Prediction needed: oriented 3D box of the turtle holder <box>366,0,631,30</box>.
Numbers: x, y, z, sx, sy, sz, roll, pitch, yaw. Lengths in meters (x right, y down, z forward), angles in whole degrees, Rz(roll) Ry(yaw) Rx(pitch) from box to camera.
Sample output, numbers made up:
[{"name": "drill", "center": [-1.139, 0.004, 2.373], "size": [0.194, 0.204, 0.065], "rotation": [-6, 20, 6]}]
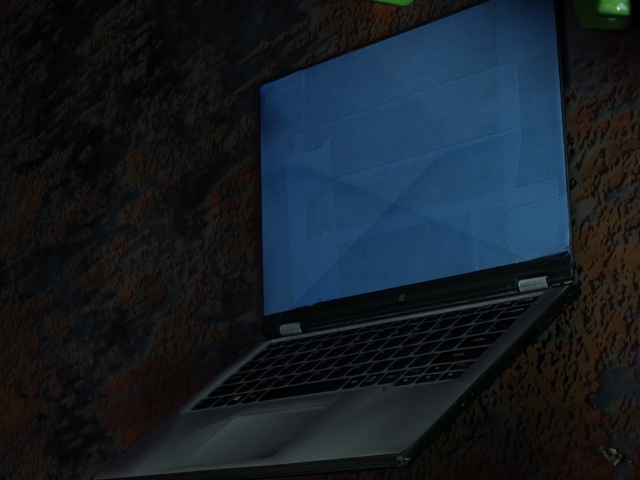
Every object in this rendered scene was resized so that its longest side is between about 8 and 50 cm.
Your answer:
[{"name": "turtle holder", "center": [0.159, -0.284, 1.105], "size": [0.243, 0.320, 0.227], "rotation": [9, 96, 26]}]

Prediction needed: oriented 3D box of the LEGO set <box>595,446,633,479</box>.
[{"name": "LEGO set", "center": [0.219, 0.202, 1.124], "size": [0.083, 0.023, 0.054], "rotation": [-54, 50, 8]}]

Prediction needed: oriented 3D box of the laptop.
[{"name": "laptop", "center": [0.000, 0.000, 1.240], "size": [0.382, 0.408, 0.236], "rotation": [-14, 107, 45]}]
